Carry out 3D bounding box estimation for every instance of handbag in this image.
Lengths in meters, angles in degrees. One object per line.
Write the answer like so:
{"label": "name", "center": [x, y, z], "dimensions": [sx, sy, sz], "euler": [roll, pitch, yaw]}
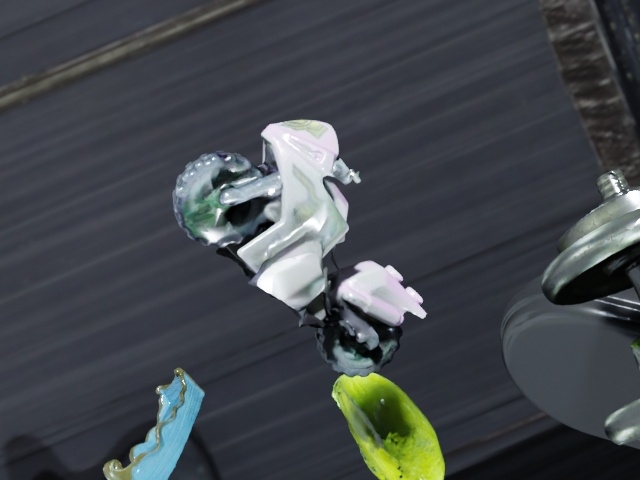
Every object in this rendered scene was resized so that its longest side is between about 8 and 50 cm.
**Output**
{"label": "handbag", "center": [0.358, 0.143, 1.250], "dimensions": [0.093, 0.308, 0.254], "euler": [-57, 149, -35]}

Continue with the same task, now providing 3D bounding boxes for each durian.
{"label": "durian", "center": [0.112, 0.298, 1.608], "dimensions": [0.250, 0.101, 0.139], "euler": [51, -17, 15]}

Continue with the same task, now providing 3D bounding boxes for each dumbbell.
{"label": "dumbbell", "center": [0.311, 0.069, 0.945], "dimensions": [0.192, 0.192, 0.290], "euler": [66, 3, -71]}

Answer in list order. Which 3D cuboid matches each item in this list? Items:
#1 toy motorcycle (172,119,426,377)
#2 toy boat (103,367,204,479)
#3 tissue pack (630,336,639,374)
{"label": "toy motorcycle", "center": [0.000, 0.000, 1.165], "dimensions": [0.327, 0.188, 0.143], "euler": [45, -4, -24]}
{"label": "toy boat", "center": [-0.212, 0.243, 1.359], "dimensions": [0.077, 0.075, 0.185], "euler": [34, 41, -13]}
{"label": "tissue pack", "center": [0.439, 0.125, 1.071], "dimensions": [0.173, 0.235, 0.073], "euler": [67, -10, -16]}
